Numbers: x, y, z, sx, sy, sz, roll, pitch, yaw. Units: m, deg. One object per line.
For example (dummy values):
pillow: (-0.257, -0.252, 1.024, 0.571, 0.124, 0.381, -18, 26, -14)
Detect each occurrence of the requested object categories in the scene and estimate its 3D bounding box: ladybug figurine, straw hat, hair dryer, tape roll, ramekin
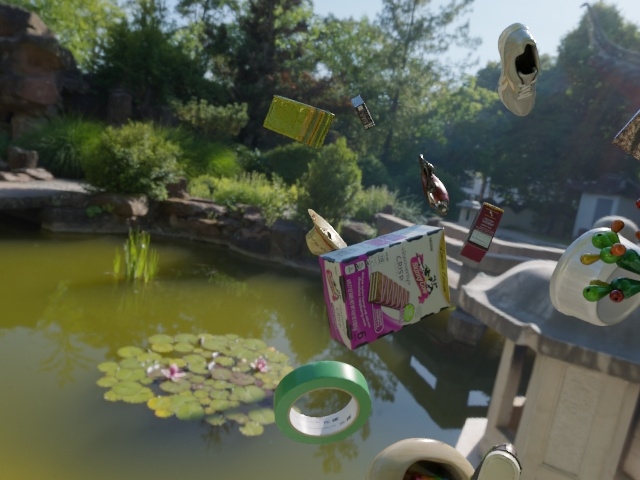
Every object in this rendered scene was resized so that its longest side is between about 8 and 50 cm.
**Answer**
ladybug figurine: (0.320, 0.792, 1.477, 0.449, 0.305, 0.162, 22, -27, -22)
straw hat: (0.000, 0.000, 1.056, 0.144, 0.061, 0.144, 46, 9, -10)
hair dryer: (0.414, -0.216, 1.700, 0.080, 0.224, 0.293, -17, 9, 7)
tape roll: (0.007, 0.541, 1.541, 0.320, 0.322, 0.077, 7, 29, -13)
ramekin: (0.788, 0.111, 1.293, 0.272, 0.273, 0.127, 5, 19, -26)

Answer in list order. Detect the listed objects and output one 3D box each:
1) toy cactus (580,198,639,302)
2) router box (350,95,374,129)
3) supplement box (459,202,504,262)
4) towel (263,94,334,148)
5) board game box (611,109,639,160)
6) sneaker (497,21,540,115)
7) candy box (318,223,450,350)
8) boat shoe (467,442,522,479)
toy cactus: (0.558, 0.042, 0.801, 0.180, 0.219, 0.112, 43, -20, 12)
router box: (0.150, -0.458, 1.669, 0.038, 0.092, 0.122, -27, 28, 11)
supplement box: (0.584, -0.028, 1.690, 0.080, 0.188, 0.104, 25, -23, 12)
towel: (-0.068, -0.337, 1.306, 0.237, 0.102, 0.021, 29, 8, 36)
board game box: (0.974, -0.277, 1.203, 0.291, 0.232, 0.141, 41, 43, 17)
sneaker: (0.536, -0.432, 1.245, 0.099, 0.262, 0.121, -20, 42, 12)
candy box: (0.121, 0.075, 0.829, 0.233, 0.159, 0.071, -18, 17, -29)
boat shoe: (0.426, 0.677, 1.214, 0.116, 0.325, 0.096, 25, 14, 25)
